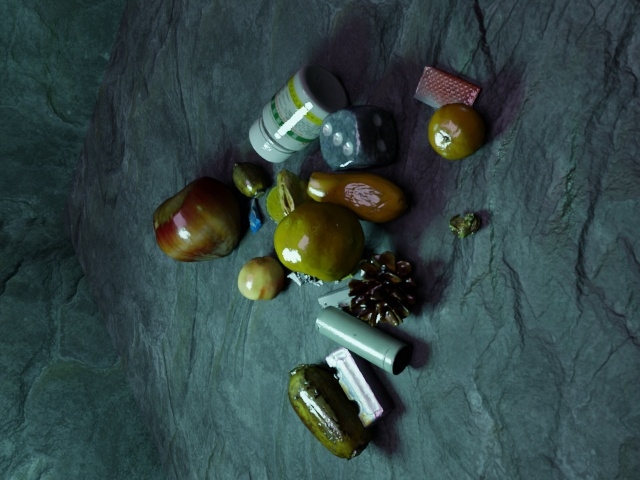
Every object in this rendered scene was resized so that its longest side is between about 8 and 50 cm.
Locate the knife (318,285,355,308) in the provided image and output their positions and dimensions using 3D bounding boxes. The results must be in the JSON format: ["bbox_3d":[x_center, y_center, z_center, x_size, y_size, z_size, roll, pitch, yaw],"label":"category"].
[{"bbox_3d":[0.091,0.196,1.852,0.266,0.041,0.073,-20,97,45],"label":"knife"}]

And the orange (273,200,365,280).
[{"bbox_3d":[0.000,0.000,1.629,0.279,0.279,0.235,17,86,43],"label":"orange"}]

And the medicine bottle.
[{"bbox_3d":[-0.086,-0.426,1.847,0.340,0.208,0.208,-33,71,42],"label":"medicine bottle"}]

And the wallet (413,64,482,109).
[{"bbox_3d":[0.358,-0.421,1.528,0.196,0.020,0.103,39,122,36],"label":"wallet"}]

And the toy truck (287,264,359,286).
[{"bbox_3d":[0.016,0.103,1.859,0.286,0.136,0.111,-20,101,46],"label":"toy truck"}]

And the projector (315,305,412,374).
[{"bbox_3d":[0.136,0.324,1.765,0.338,0.108,0.108,23,110,40],"label":"projector"}]

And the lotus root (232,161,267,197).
[{"bbox_3d":[-0.283,-0.249,2.131,0.209,0.120,0.120,49,126,30],"label":"lotus root"}]

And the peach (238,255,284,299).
[{"bbox_3d":[-0.228,0.146,2.078,0.184,0.184,0.184,6,98,45],"label":"peach"}]

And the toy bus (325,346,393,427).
[{"bbox_3d":[0.131,0.481,1.807,0.112,0.090,0.273,-49,60,31],"label":"toy bus"}]

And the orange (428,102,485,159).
[{"bbox_3d":[0.364,-0.293,1.450,0.156,0.124,0.156,21,134,24],"label":"orange"}]

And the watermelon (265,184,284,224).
[{"bbox_3d":[-0.168,-0.127,2.058,0.092,0.075,0.181,-20,78,41],"label":"watermelon"}]

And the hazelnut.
[{"bbox_3d":[-0.514,-0.070,2.237,0.409,0.360,0.358,-32,71,51],"label":"hazelnut"}]

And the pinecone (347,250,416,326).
[{"bbox_3d":[0.189,0.160,1.643,0.228,0.201,0.202,50,146,-1],"label":"pinecone"}]

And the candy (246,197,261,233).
[{"bbox_3d":[-0.274,-0.106,2.199,0.088,0.038,0.136,-46,54,53],"label":"candy"}]

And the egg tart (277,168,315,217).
[{"bbox_3d":[-0.071,-0.107,1.875,0.319,0.128,0.318,169,90,-86],"label":"egg tart"}]

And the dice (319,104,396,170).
[{"bbox_3d":[0.117,-0.313,1.670,0.182,0.182,0.183,-8,90,46],"label":"dice"}]

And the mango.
[{"bbox_3d":[0.112,-0.141,1.691,0.360,0.187,0.143,13,73,38],"label":"mango"}]

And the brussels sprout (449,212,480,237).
[{"bbox_3d":[0.406,-0.042,1.498,0.085,0.058,0.085,-35,37,32],"label":"brussels sprout"}]

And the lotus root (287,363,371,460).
[{"bbox_3d":[0.020,0.577,1.852,0.397,0.196,0.179,45,120,32],"label":"lotus root"}]
